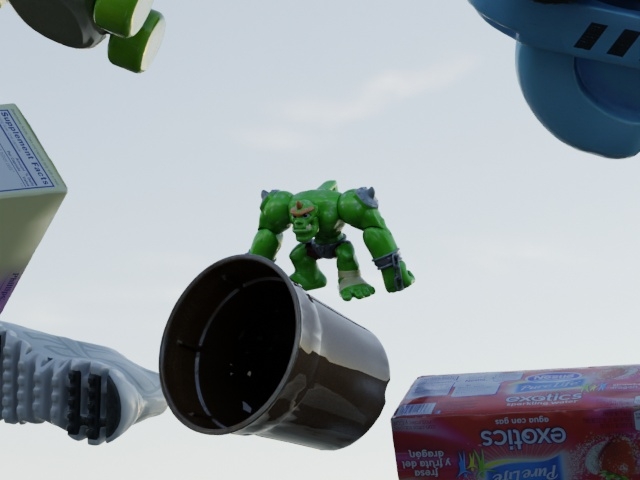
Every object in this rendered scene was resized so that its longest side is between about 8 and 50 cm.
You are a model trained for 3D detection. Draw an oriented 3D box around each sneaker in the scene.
[{"bbox_3d":[-0.294,0.153,2.194,0.292,0.110,0.118,17,17,34],"label":"sneaker"}]

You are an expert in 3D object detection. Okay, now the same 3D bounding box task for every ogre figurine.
[{"bbox_3d":[0.000,0.000,2.128,0.097,0.118,0.197,-19,16,-41],"label":"ogre figurine"}]

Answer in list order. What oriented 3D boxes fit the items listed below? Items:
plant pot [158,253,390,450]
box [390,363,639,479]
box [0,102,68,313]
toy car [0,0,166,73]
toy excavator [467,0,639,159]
[{"bbox_3d":[-0.032,0.116,1.800,0.167,0.167,0.165,-11,-25,38],"label":"plant pot"},{"bbox_3d":[0.208,0.198,1.888,0.257,0.123,0.128,-5,14,16],"label":"box"},{"bbox_3d":[-0.393,-0.006,1.808,0.243,0.117,0.213,-8,-36,-41],"label":"box"},{"bbox_3d":[-0.170,-0.249,1.489,0.155,0.188,0.149,23,-14,7],"label":"toy car"},{"bbox_3d":[0.312,-0.133,1.731,0.433,0.222,0.445,13,-52,0],"label":"toy excavator"}]
